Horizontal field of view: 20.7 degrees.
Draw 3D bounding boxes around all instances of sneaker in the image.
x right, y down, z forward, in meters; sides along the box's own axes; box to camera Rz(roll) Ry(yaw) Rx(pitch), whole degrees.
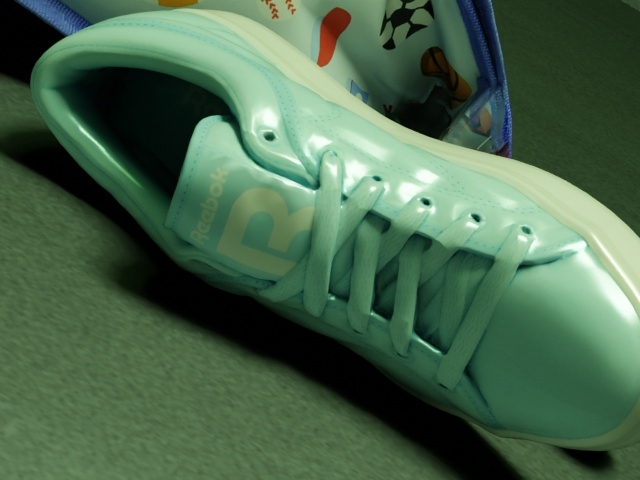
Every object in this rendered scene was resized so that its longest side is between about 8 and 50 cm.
[{"bbox_3d":[0.000,0.000,0.852,0.366,0.135,0.150,30,24,29],"label":"sneaker"}]

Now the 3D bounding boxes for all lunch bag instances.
[{"bbox_3d":[-0.055,-0.210,1.146,0.385,0.239,0.328,38,12,-30],"label":"lunch bag"}]
